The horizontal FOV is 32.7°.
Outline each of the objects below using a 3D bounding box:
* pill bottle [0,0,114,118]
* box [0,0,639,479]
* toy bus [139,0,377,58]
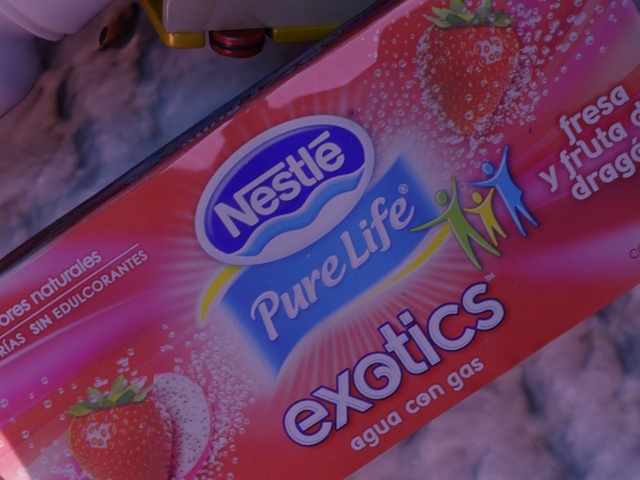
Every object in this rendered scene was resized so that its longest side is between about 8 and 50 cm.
[{"bbox_3d":[-0.243,-0.095,0.528,0.283,0.161,0.161,-35,74,10],"label":"pill bottle"},{"bbox_3d":[0.000,0.000,0.475,0.300,0.154,0.142,-34,100,4],"label":"box"},{"bbox_3d":[0.000,-0.162,0.550,0.191,0.202,0.104,-41,43,8],"label":"toy bus"}]
